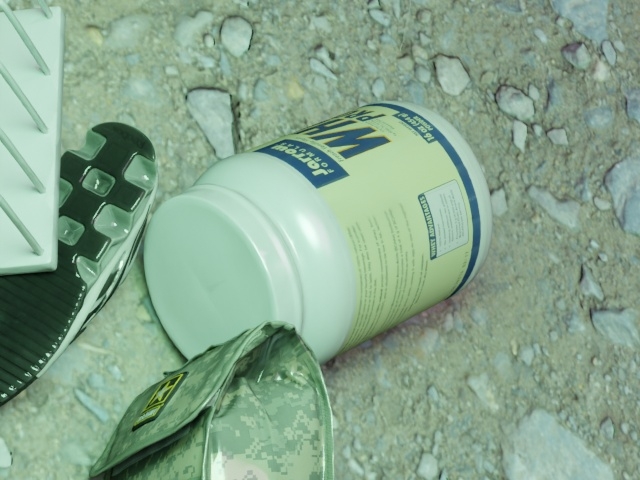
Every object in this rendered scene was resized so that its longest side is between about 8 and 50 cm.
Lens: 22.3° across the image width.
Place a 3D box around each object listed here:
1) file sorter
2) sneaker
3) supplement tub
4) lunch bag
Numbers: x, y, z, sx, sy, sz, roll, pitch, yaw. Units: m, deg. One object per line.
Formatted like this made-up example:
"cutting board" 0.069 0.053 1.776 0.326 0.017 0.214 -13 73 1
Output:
"file sorter" -0.356 -0.122 1.499 0.192 0.173 0.278 -5 66 8
"sneaker" -0.258 0.051 1.584 0.122 0.146 0.330 33 73 14
"supplement tub" 0.000 0.000 1.713 0.325 0.235 0.235 -24 84 -41
"lunch bag" -0.104 0.232 1.528 0.169 0.235 0.287 12 62 -32
